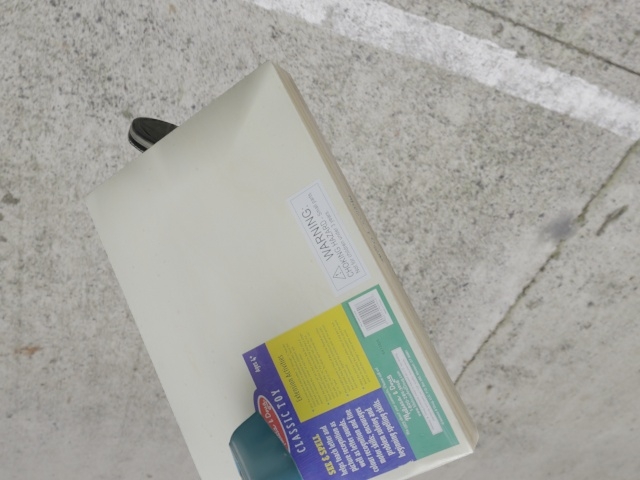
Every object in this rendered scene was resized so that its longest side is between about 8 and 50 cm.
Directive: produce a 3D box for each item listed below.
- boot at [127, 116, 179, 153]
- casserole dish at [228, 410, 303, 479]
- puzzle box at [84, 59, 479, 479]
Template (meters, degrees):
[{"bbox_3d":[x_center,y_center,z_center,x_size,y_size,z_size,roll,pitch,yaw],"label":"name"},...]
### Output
[{"bbox_3d":[-0.238,-0.085,0.926,0.236,0.085,0.178,26,126,-36],"label":"boot"},{"bbox_3d":[-0.035,0.205,0.439,0.037,0.188,0.114,-20,95,-18],"label":"casserole dish"},{"bbox_3d":[-0.060,0.066,0.569,0.272,0.408,0.052,-30,169,19],"label":"puzzle box"}]
